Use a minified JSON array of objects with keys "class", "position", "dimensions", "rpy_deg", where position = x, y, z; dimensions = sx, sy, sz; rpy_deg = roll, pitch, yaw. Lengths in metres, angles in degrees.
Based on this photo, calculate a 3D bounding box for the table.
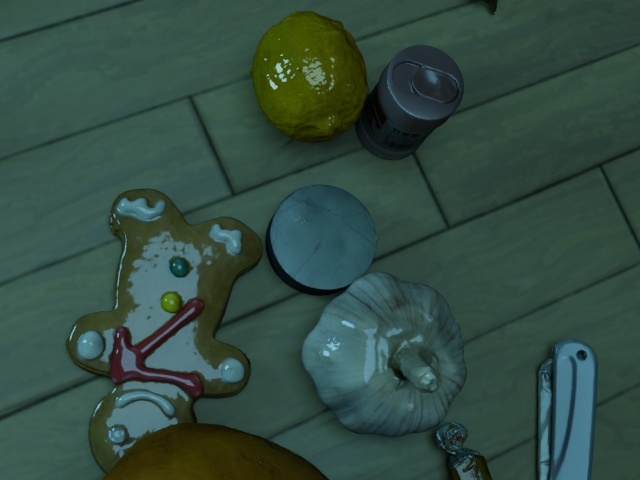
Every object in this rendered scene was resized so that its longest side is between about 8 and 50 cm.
[{"class":"table","position":[0.000,0.000,1.178],"dimensions":[0.133,0.043,0.133],"rpy_deg":[4,75,-13]}]

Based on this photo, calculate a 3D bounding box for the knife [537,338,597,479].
[{"class":"knife","position":[0.306,0.255,1.193],"dimensions":[0.073,0.040,0.265],"rpy_deg":[7,75,-1]}]

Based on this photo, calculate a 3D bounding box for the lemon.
[{"class":"lemon","position":[-0.015,-0.206,1.175],"dimensions":[0.142,0.142,0.187],"rpy_deg":[-4,64,-15]}]

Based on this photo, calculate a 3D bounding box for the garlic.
[{"class":"garlic","position":[0.085,0.131,1.070],"dimensions":[0.199,0.226,0.199],"rpy_deg":[1,86,-10]}]

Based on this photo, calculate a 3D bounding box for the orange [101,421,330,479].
[{"class":"orange","position":[-0.098,0.305,0.949],"dimensions":[0.284,0.284,0.226],"rpy_deg":[25,85,-7]}]

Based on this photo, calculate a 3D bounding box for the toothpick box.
[{"class":"toothpick box","position":[0.108,-0.169,1.192],"dimensions":[0.098,0.149,0.098],"rpy_deg":[3,75,-12]}]

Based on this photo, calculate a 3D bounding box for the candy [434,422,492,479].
[{"class":"candy","position":[0.186,0.308,1.145],"dimensions":[0.053,0.046,0.182],"rpy_deg":[-15,75,-14]}]

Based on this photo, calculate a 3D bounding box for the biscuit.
[{"class":"biscuit","position":[-0.179,0.114,1.104],"dimensions":[0.216,0.047,0.340],"rpy_deg":[17,72,-8]}]

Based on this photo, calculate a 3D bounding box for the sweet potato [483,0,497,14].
[{"class":"sweet potato","position":[0.184,-0.414,1.319],"dimensions":[0.068,0.068,0.226],"rpy_deg":[-37,86,-19]}]
